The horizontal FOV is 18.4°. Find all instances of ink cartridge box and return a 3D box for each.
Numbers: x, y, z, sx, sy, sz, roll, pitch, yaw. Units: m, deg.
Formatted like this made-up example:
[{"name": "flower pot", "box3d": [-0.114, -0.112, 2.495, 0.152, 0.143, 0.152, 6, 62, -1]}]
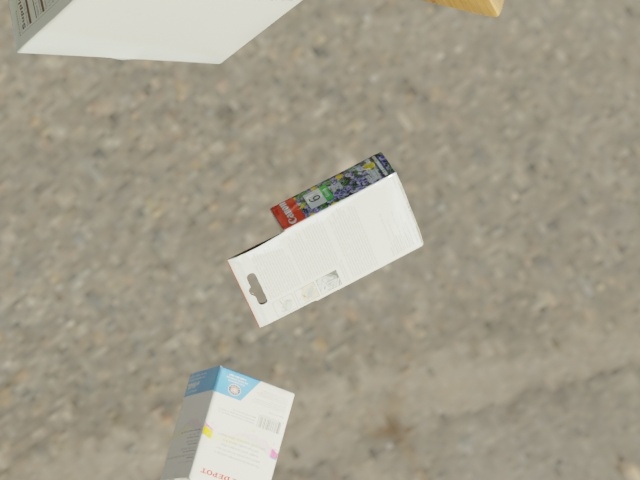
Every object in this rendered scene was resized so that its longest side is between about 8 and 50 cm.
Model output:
[{"name": "ink cartridge box", "box3d": [0.000, 0.000, 1.200, 0.029, 0.115, 0.063, 57, -8, 51]}, {"name": "ink cartridge box", "box3d": [-0.102, 0.217, 2.084, 0.092, 0.090, 0.143, 23, 72, -21]}]

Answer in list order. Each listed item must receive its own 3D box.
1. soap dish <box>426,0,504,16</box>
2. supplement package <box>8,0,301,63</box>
[{"name": "soap dish", "box3d": [0.064, -0.333, 1.416, 0.291, 0.118, 0.229, 54, 37, -39]}, {"name": "supplement package", "box3d": [-0.109, -0.281, 1.536, 0.199, 0.263, 0.198, -1, 71, -36]}]
